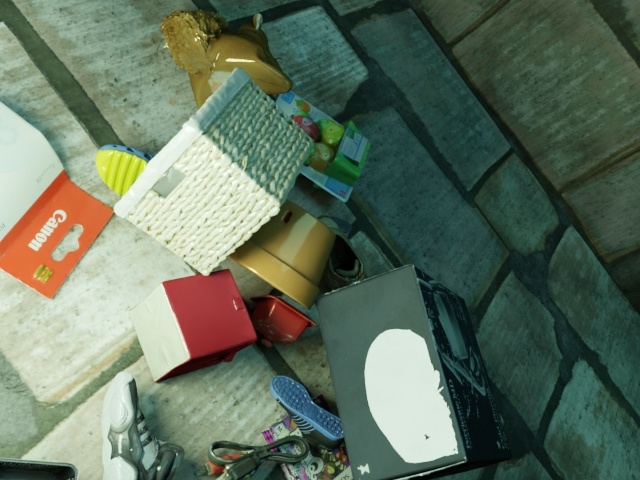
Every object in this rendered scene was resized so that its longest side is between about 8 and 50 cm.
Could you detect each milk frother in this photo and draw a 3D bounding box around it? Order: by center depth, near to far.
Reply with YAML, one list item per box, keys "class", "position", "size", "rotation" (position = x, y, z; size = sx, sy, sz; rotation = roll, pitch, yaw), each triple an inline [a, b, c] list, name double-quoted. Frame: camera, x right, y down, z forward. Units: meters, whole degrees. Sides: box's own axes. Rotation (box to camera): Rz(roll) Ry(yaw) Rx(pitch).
- class: "milk frother"
  position: [0.000, 0.000, 2.015]
  size: [0.129, 0.135, 0.143]
  rotation: [34, 31, 24]

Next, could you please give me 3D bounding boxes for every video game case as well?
- class: "video game case"
  position: [-0.017, 0.538, 1.722]
  size: [0.210, 0.042, 0.232]
  rotation: [-21, 80, -47]

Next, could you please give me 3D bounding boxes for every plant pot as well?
- class: "plant pot"
  position: [-0.093, 0.019, 1.754]
  size: [0.291, 0.291, 0.204]
  rotation: [36, 84, -20]

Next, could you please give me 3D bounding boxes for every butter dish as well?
- class: "butter dish"
  position: [-0.118, 0.224, 1.775]
  size: [0.159, 0.160, 0.118]
  rotation: [35, 68, -21]

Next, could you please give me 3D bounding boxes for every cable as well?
- class: "cable"
  position: [-0.162, 0.514, 1.586]
  size: [0.287, 0.072, 0.139]
  rotation: [-13, 59, -46]

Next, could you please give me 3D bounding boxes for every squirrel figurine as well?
- class: "squirrel figurine"
  position: [-0.278, -0.577, 2.033]
  size: [0.397, 0.281, 0.371]
  rotation: [36, 37, -22]

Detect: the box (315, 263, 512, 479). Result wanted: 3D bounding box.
- class: "box"
  position: [0.253, 0.372, 1.780]
  size: [0.471, 0.297, 0.480]
  rotation: [27, 45, -58]

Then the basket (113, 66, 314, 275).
- class: "basket"
  position: [-0.233, -0.158, 1.551]
  size: [0.266, 0.328, 0.331]
  rotation: [41, 35, -15]

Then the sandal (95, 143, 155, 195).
- class: "sandal"
  position: [-0.430, -0.168, 1.753]
  size: [0.317, 0.126, 0.138]
  rotation: [23, 30, -31]

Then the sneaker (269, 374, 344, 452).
- class: "sneaker"
  position: [-0.042, 0.437, 1.683]
  size: [0.232, 0.090, 0.081]
  rotation: [38, 41, 17]

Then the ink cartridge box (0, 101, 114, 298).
- class: "ink cartridge box"
  position: [-0.672, -0.100, 1.491]
  size: [0.385, 0.091, 0.308]
  rotation: [38, 44, -17]

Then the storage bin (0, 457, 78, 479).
- class: "storage bin"
  position: [-0.551, 0.473, 1.237]
  size: [0.180, 0.084, 0.122]
  rotation: [19, 53, -35]

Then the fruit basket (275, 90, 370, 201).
- class: "fruit basket"
  position: [-0.012, -0.327, 2.198]
  size: [0.353, 0.165, 0.327]
  rotation: [37, 45, -15]

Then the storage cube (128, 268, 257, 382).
- class: "storage cube"
  position: [-0.298, 0.198, 1.575]
  size: [0.193, 0.183, 0.215]
  rotation: [-10, 72, -45]

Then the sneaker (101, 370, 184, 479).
- class: "sneaker"
  position: [-0.376, 0.415, 1.431]
  size: [0.153, 0.101, 0.269]
  rotation: [12, 63, -39]

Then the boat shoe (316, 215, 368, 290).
- class: "boat shoe"
  position: [0.068, 0.084, 1.961]
  size: [0.341, 0.121, 0.110]
  rotation: [57, -7, -36]
